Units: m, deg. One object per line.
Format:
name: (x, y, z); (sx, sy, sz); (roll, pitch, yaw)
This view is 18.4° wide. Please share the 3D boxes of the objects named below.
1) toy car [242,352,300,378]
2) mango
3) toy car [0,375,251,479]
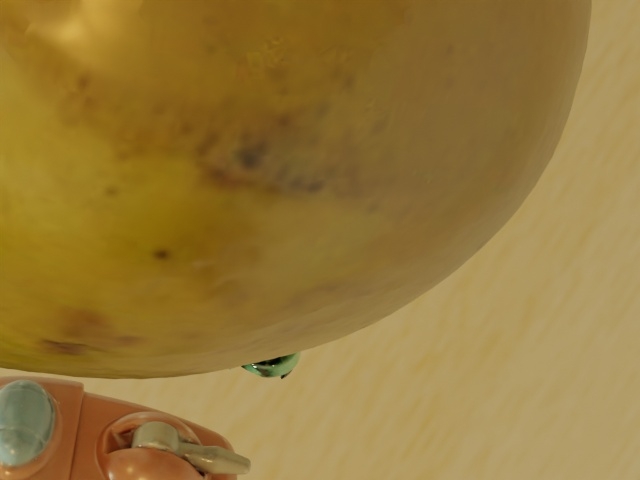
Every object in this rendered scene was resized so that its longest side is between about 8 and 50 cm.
toy car: (0.000, 0.000, 0.961); (0.054, 0.143, 0.073); (34, 153, 26)
mango: (-0.078, -0.067, 0.676); (0.300, 0.232, 0.446); (-1, 175, -9)
toy car: (-0.180, 0.195, 1.394); (0.271, 0.212, 0.180); (12, -140, -8)
